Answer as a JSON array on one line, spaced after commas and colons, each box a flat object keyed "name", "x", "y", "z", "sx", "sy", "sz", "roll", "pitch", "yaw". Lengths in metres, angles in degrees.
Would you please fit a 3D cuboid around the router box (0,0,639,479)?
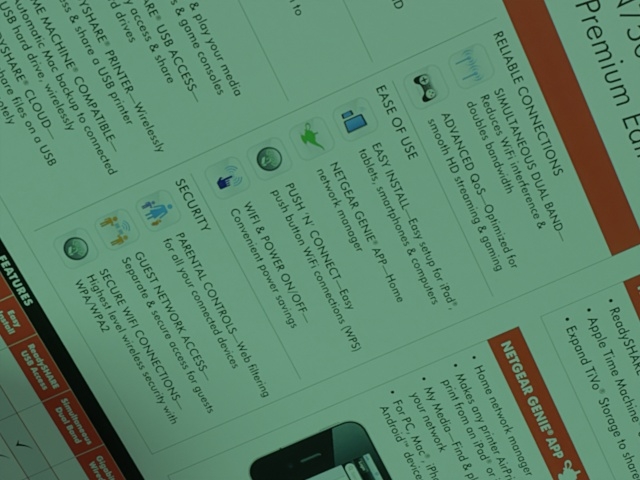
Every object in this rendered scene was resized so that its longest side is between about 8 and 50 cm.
[{"name": "router box", "x": 0.000, "y": 0.000, "z": 0.521, "sx": 0.301, "sy": 0.082, "sz": 0.335, "roll": -23, "pitch": 110, "yaw": 8}]
